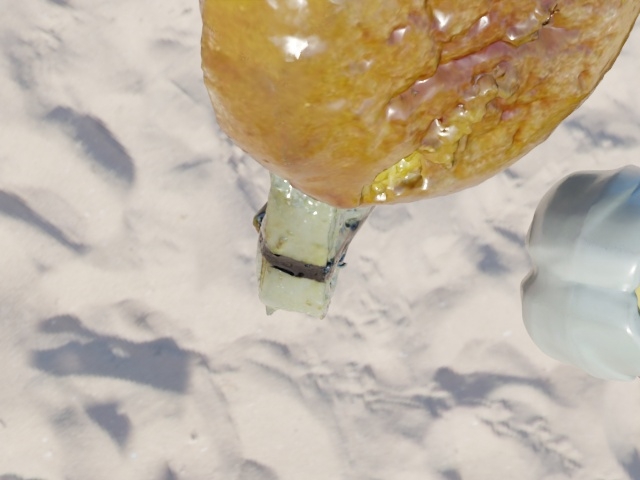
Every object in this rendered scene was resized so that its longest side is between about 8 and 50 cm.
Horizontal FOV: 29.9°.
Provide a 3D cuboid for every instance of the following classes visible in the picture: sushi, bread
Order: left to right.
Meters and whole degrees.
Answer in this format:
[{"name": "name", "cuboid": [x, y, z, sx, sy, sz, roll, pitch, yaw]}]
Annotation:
[{"name": "sushi", "cuboid": [-0.020, 0.001, 1.251, 0.134, 0.273, 0.109, 23, 31, -6]}, {"name": "bread", "cuboid": [0.059, -0.161, 0.785, 0.312, 0.312, 0.172, -1, 40, -28]}]

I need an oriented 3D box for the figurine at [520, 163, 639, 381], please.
[{"name": "figurine", "cuboid": [0.244, 0.029, 0.909, 0.236, 0.133, 0.176, -5, 101, -52]}]
